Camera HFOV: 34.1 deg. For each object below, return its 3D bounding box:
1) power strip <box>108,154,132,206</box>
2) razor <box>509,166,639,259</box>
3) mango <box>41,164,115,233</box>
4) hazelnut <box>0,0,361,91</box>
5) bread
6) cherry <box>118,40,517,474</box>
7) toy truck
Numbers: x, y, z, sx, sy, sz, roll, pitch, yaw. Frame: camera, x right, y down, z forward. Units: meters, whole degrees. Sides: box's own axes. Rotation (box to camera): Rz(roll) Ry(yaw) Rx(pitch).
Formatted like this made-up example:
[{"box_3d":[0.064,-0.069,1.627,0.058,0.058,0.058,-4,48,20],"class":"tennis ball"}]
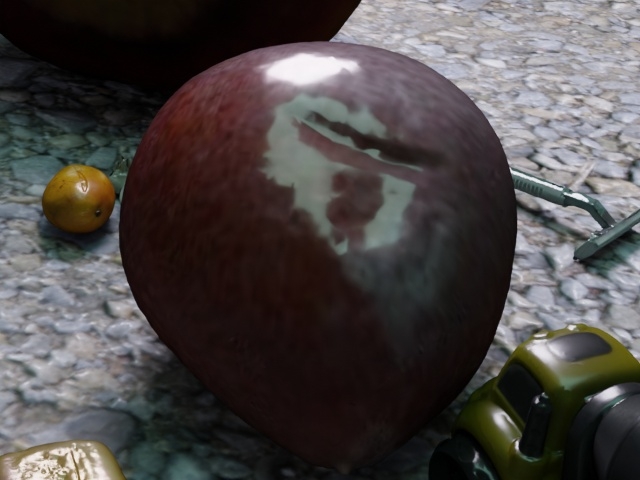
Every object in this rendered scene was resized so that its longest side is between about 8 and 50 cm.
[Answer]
[{"box_3d":[-0.147,-0.043,0.878,0.055,0.035,0.083,-26,46,-37],"class":"power strip"},{"box_3d":[0.175,-0.051,0.923,0.211,0.036,0.084,31,40,33],"class":"razor"},{"box_3d":[-0.199,-0.038,0.853,0.060,0.046,0.089,-9,31,-17],"class":"mango"},{"box_3d":[-0.156,-0.345,1.027,0.429,0.402,0.402,-1,32,13],"class":"hazelnut"},{"box_3d":[-0.137,0.158,0.556,0.082,0.056,0.115,-10,31,-26],"class":"bread"},{"box_3d":[0.000,0.000,0.673,0.261,0.221,0.308,-2,52,-5],"class":"cherry"},{"box_3d":[0.159,0.127,0.536,0.147,0.165,0.224,-10,36,-19],"class":"toy truck"}]
